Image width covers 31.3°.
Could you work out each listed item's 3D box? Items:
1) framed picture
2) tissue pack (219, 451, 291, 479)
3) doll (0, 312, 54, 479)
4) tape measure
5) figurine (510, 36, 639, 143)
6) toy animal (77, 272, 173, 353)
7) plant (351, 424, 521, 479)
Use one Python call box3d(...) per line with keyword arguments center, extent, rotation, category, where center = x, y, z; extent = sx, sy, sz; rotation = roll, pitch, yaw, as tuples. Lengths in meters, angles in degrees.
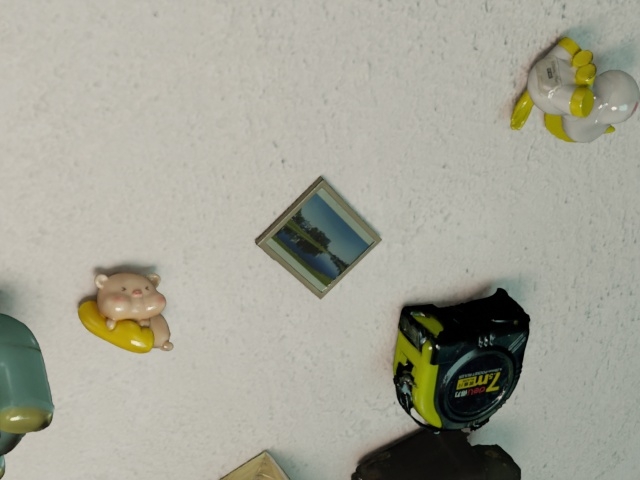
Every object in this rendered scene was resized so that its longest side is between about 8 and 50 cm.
box3d(center=(0.000, 0.000, 1.368), extent=(0.109, 0.011, 0.149), rotation=(-44, 136, 3), category="framed picture")
box3d(center=(-0.050, 0.423, 1.558), extent=(0.125, 0.159, 0.234), rotation=(-33, 136, -9), category="tissue pack")
box3d(center=(-0.405, 0.138, 1.079), extent=(0.260, 0.161, 0.177), rotation=(8, 139, -41), category="doll")
box3d(center=(0.181, 0.167, 1.561), extent=(0.199, 0.112, 0.186), rotation=(-7, 120, -24), category="tape measure")
box3d(center=(0.321, -0.171, 1.418), extent=(0.178, 0.109, 0.129), rotation=(14, 141, -42), category="figurine")
box3d(center=(-0.196, 0.076, 1.239), extent=(0.114, 0.091, 0.082), rotation=(19, 97, -41), category="toy animal")
box3d(center=(0.174, 0.362, 1.688), extent=(0.256, 0.142, 0.164), rotation=(2, 122, -23), category="plant")
